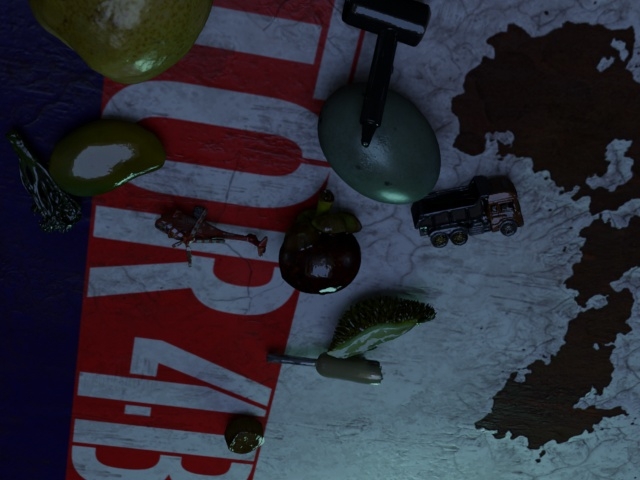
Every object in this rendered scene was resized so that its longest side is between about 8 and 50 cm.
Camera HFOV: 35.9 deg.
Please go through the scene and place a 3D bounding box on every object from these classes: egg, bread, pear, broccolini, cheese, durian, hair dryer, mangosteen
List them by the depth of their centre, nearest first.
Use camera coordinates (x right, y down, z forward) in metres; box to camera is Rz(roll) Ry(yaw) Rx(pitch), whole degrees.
[{"bbox_3d":[-0.277,-0.363,1.407,0.271,0.271,0.271,-2,125,-2],"label":"pear"},{"bbox_3d":[0.079,-0.268,1.515,0.128,0.255,0.070,17,164,-12],"label":"hair dryer"},{"bbox_3d":[0.098,-0.156,1.616,0.169,0.169,0.236,-36,121,20],"label":"egg"},{"bbox_3d":[-0.472,-0.105,1.695,0.091,0.068,0.202,-4,117,23],"label":"broccolini"},{"bbox_3d":[-0.008,0.006,1.754,0.146,0.156,0.181,-13,98,36],"label":"mangosteen"},{"bbox_3d":[0.115,0.150,1.878,0.221,0.137,0.095,-17,92,17],"label":"durian"},{"bbox_3d":[0.009,0.243,1.940,0.235,0.127,0.049,5,90,5],"label":"cheese"},{"bbox_3d":[-0.159,0.403,2.063,0.085,0.053,0.085,-9,133,-9],"label":"bread"}]

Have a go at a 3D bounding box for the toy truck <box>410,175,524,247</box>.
[{"bbox_3d":[0.258,-0.052,1.752,0.192,0.083,0.092,-10,120,5],"label":"toy truck"}]

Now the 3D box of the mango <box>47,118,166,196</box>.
[{"bbox_3d":[-0.362,-0.144,1.655,0.191,0.085,0.122,-25,113,1],"label":"mango"}]

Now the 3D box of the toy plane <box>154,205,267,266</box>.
[{"bbox_3d":[-0.194,-0.021,1.756,0.194,0.077,0.126,-8,129,-7],"label":"toy plane"}]
